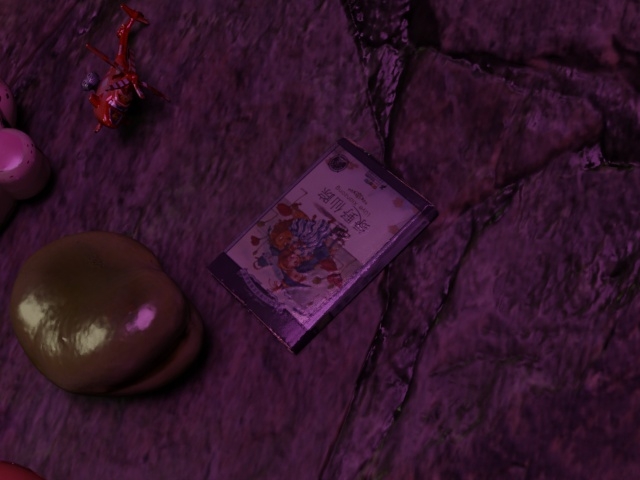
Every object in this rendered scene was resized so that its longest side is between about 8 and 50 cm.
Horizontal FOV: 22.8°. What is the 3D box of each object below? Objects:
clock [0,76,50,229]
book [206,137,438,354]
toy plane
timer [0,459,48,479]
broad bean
[{"bbox_3d":[-0.505,-0.109,1.981,0.284,0.114,0.309,-43,60,-8],"label":"clock"},{"bbox_3d":[0.000,0.000,1.810,0.231,0.026,0.157,-44,59,-8],"label":"book"},{"bbox_3d":[-0.256,-0.215,1.964,0.077,0.126,0.194,-36,56,30],"label":"toy plane"},{"bbox_3d":[-0.352,0.344,1.629,0.229,0.229,0.215,-27,48,3],"label":"timer"},{"bbox_3d":[-0.248,0.086,1.808,0.263,0.121,0.189,25,78,43],"label":"broad bean"}]
